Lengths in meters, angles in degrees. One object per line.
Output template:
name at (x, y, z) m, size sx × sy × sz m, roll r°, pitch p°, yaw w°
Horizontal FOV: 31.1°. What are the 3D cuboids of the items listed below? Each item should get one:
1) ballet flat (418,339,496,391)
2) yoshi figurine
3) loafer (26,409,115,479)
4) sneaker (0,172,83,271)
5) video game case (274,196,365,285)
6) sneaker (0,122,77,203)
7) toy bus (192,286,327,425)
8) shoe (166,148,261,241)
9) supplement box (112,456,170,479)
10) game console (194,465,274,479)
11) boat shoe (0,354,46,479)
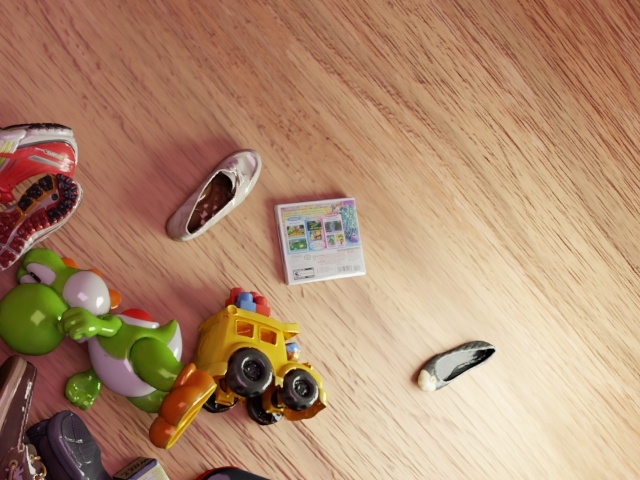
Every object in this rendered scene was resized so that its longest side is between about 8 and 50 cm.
ballet flat at (0.250, 0.227, 2.123) m, size 0.173 × 0.049 × 0.057 m, roll -27°, pitch 94°, yaw -27°
yoshi figurine at (-0.349, 0.170, 1.744) m, size 0.362 × 0.203 × 0.203 m, roll 41°, pitch 97°, yaw 6°
loafer at (-0.364, 0.409, 1.778) m, size 0.302 × 0.095 × 0.109 m, roll 66°, pitch 20°, yaw -6°
sneaker at (-0.454, -0.018, 1.763) m, size 0.225 × 0.093 × 0.088 m, roll -32°, pitch 88°, yaw 3°
video game case at (0.000, 0.000, 2.047) m, size 0.157 × 0.019 × 0.143 m, roll -7°, pitch 86°, yaw -27°
sneaker at (-0.508, -0.112, 1.765) m, size 0.279 × 0.107 × 0.118 m, roll -9°, pitch 101°, yaw -23°
toy bus at (-0.100, 0.185, 1.915) m, size 0.220 × 0.149 × 0.211 m, roll 20°, pitch 58°, yaw -25°
shoe at (-0.170, -0.077, 1.949) m, size 0.076 × 0.058 × 0.219 m, roll 48°, pitch 65°, yaw -13°
supplement box at (-0.273, 0.392, 1.816) m, size 0.056 × 0.083 × 0.083 m, roll -34°, pitch 99°, yaw -27°
game console at (-0.082, 0.579, 1.902) m, size 0.386 × 0.060 × 0.342 m, roll 24°, pitch 72°, yaw -21°
boat shoe at (-0.466, 0.343, 1.702) m, size 0.123 × 0.123 × 0.342 m, roll 18°, pitch 82°, yaw -25°
